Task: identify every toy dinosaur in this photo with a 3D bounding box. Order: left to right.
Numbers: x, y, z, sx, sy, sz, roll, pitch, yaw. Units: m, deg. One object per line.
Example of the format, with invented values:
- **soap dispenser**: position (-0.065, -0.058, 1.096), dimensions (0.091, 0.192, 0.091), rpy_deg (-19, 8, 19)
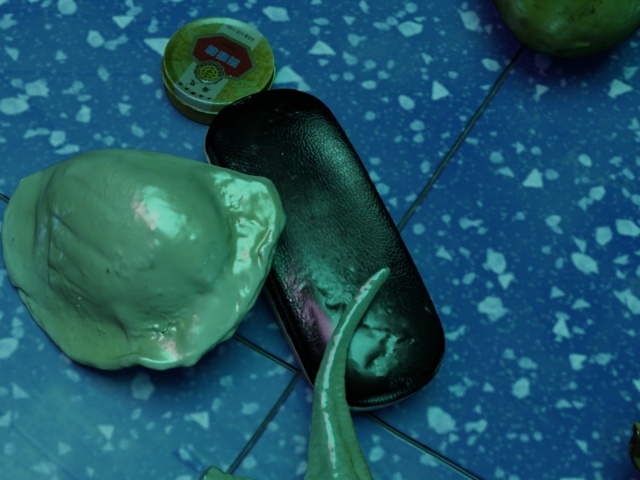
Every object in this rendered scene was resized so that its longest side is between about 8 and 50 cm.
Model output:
- **toy dinosaur**: position (-0.009, 0.204, 0.959), dimensions (0.205, 0.092, 0.393), rpy_deg (21, 61, -4)

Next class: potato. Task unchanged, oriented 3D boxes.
- **potato**: position (0.257, -0.306, 1.255), dimensions (0.210, 0.173, 0.307), rpy_deg (18, 56, 3)

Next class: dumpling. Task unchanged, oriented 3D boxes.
- **dumpling**: position (-0.157, 0.017, 1.054), dimensions (0.252, 0.131, 0.179), rpy_deg (6, 80, 15)

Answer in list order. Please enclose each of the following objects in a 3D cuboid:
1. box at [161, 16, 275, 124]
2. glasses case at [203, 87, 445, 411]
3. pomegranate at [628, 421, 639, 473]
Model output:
- **box**: position (-0.094, -0.156, 1.207), dimensions (0.105, 0.037, 0.105), rpy_deg (2, 59, -4)
- **glasses case**: position (0.000, 0.000, 1.100), dimensions (0.122, 0.075, 0.314), rpy_deg (-19, 63, -16)
- **pomegranate**: position (0.331, 0.165, 0.977), dimensions (0.191, 0.191, 0.191), rpy_deg (3, 59, -4)
